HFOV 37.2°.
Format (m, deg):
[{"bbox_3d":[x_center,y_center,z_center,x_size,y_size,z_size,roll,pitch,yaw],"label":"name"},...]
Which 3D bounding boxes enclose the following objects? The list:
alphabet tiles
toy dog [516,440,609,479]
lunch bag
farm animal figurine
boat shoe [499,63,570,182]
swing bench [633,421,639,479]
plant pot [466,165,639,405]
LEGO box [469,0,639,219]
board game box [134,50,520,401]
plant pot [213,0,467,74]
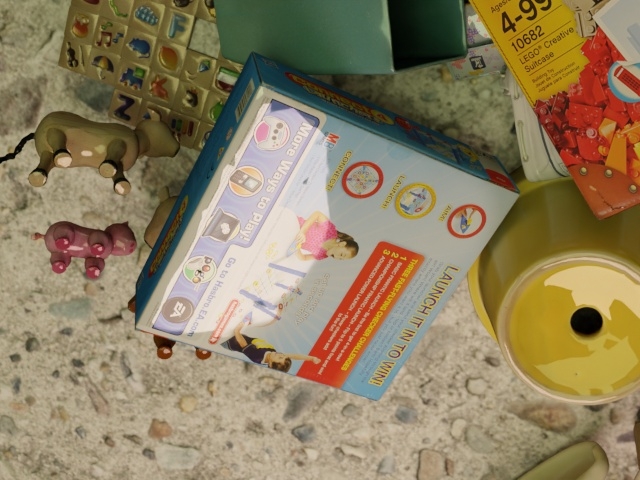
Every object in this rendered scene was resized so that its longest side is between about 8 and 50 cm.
[{"bbox_3d":[-0.203,-0.230,1.161,0.237,0.009,0.198,21,112,7],"label":"alphabet tiles"},{"bbox_3d":[0.324,0.524,1.136,0.408,0.284,0.395,46,120,-4],"label":"toy dog"},{"bbox_3d":[0.172,-0.222,1.047,0.071,0.053,0.083,-5,110,22],"label":"lunch bag"},{"bbox_3d":[-0.155,-0.044,1.120,0.327,0.172,0.330,-22,122,4],"label":"farm animal figurine"},{"bbox_3d":[0.222,-0.171,0.999,0.076,0.083,0.226,-19,70,42],"label":"boat shoe"},{"bbox_3d":[0.419,0.215,0.983,0.165,0.255,0.253,25,126,16],"label":"swing bench"},{"bbox_3d":[0.278,0.050,1.010,0.254,0.239,0.253,4,108,12],"label":"plant pot"},{"bbox_3d":[0.371,-0.290,0.769,0.500,0.193,0.372,-30,91,49],"label":"LEGO box"},{"bbox_3d":[0.000,0.000,1.015,0.302,0.086,0.308,20,117,-22],"label":"board game box"},{"bbox_3d":[0.009,-0.257,1.007,0.234,0.165,0.165,1,105,35],"label":"plant pot"}]
